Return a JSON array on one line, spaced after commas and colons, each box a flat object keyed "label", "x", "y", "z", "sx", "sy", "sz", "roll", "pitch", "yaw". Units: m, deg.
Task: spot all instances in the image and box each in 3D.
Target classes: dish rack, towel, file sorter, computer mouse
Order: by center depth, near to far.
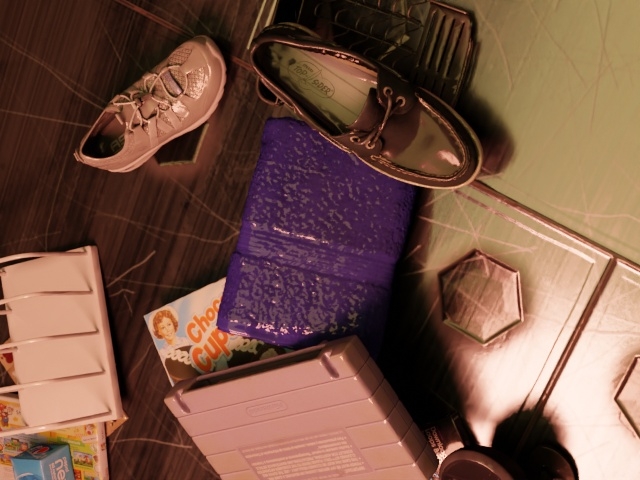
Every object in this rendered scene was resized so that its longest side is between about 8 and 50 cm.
[{"label": "computer mouse", "x": 0.223, "y": 0.368, "z": 1.585, "sx": 0.188, "sy": 0.072, "sz": 0.272, "roll": 16, "pitch": 129, "yaw": 28}, {"label": "dish rack", "x": 0.062, "y": -0.250, "z": 1.586, "sx": 0.271, "sy": 0.074, "sz": 0.208, "roll": 23, "pitch": 110, "yaw": 21}, {"label": "towel", "x": 0.000, "y": 0.000, "z": 1.611, "sx": 0.227, "sy": 0.076, "sz": 0.308, "roll": 13, "pitch": 91, "yaw": 2}, {"label": "file sorter", "x": -0.453, "y": 0.161, "z": 1.840, "sx": 0.192, "sy": 0.173, "sz": 0.278, "roll": -13, "pitch": 83, "yaw": 26}]

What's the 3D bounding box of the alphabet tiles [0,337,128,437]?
[{"label": "alphabet tiles", "x": -0.418, "y": 0.227, "z": 1.950, "sx": 0.198, "sy": 0.009, "sz": 0.237, "roll": -41, "pitch": 80, "yaw": 26}]

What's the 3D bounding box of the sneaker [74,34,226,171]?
[{"label": "sneaker", "x": -0.248, "y": -0.188, "z": 1.731, "sx": 0.281, "sy": 0.115, "sz": 0.105, "roll": -43, "pitch": 79, "yaw": 26}]

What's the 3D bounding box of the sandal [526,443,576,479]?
[{"label": "sandal", "x": 0.304, "y": 0.362, "z": 1.582, "sx": 0.067, "sy": 0.040, "sz": 0.179, "roll": 5, "pitch": 101, "yaw": 27}]

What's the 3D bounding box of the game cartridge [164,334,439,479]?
[{"label": "game cartridge", "x": -0.030, "y": 0.260, "z": 1.626, "sx": 0.355, "sy": 0.068, "sz": 0.230, "roll": -18, "pitch": 116, "yaw": 40}]

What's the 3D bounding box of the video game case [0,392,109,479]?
[{"label": "video game case", "x": -0.450, "y": 0.365, "z": 1.972, "sx": 0.226, "sy": 0.026, "sz": 0.206, "roll": 5, "pitch": 105, "yaw": 28}]

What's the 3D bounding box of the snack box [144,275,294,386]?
[{"label": "snack box", "x": -0.095, "y": 0.136, "z": 1.738, "sx": 0.321, "sy": 0.060, "sz": 0.187, "roll": -25, "pitch": 85, "yaw": 28}]

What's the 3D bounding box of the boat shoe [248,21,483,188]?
[{"label": "boat shoe", "x": 0.050, "y": -0.171, "z": 1.503, "sx": 0.340, "sy": 0.113, "sz": 0.127, "roll": 39, "pitch": 106, "yaw": 9}]

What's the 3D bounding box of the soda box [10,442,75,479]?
[{"label": "soda box", "x": -0.440, "y": 0.442, "z": 1.928, "sx": 0.067, "sy": 0.071, "sz": 0.210, "roll": -3, "pitch": 101, "yaw": 29}]

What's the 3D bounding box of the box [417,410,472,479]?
[{"label": "box", "x": 0.145, "y": 0.321, "z": 1.664, "sx": 0.162, "sy": 0.029, "sz": 0.116, "roll": -27, "pitch": 86, "yaw": 27}]
